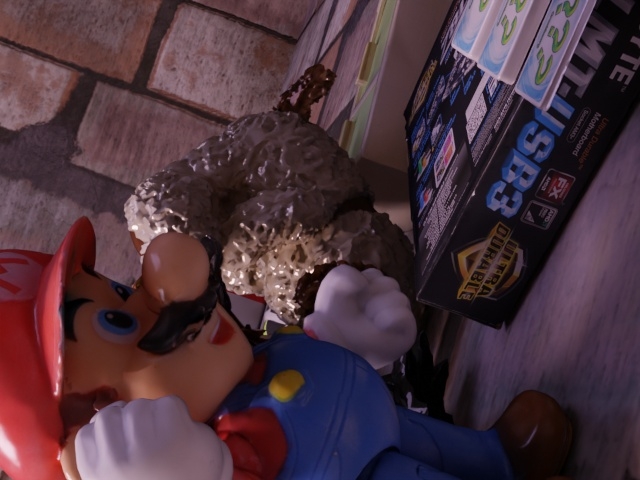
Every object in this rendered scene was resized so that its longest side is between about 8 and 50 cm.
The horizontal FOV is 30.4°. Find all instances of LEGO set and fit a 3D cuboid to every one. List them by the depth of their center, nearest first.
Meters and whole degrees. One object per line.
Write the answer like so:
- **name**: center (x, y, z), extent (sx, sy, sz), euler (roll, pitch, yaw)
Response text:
- **LEGO set**: center (0.132, -0.211, 0.665), extent (0.182, 0.060, 0.244), euler (-112, 42, -69)

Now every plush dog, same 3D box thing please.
- **plush dog**: center (0.000, 0.000, 0.976), extent (0.210, 0.225, 0.262), euler (-44, -13, 6)

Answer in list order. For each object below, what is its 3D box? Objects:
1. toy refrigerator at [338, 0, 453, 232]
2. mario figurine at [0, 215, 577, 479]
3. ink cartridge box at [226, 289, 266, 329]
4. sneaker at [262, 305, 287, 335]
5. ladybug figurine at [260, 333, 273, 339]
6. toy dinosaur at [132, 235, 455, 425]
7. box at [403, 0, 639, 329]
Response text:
- **toy refrigerator**: center (0.084, -0.155, 1.134), extent (0.102, 0.094, 0.270), euler (126, 160, -60)
- **mario figurine**: center (-0.017, 0.065, 0.562), extent (0.198, 0.320, 0.170), euler (142, 146, -72)
- **ink cartridge box**: center (-0.120, 0.134, 1.322), extent (0.231, 0.078, 0.134), euler (-72, 0, -46)
- **sneaker**: center (-0.032, 0.141, 1.292), extent (0.235, 0.084, 0.097), euler (109, 173, -67)
- **ladybug figurine**: center (-0.122, 0.275, 0.966), extent (0.305, 0.162, 0.449), euler (42, 110, 49)
- **toy dinosaur**: center (-0.030, 0.146, 0.794), extent (0.218, 0.322, 0.164), euler (-27, 0, 27)
- **box**: center (0.145, -0.139, 0.817), extent (0.293, 0.073, 0.295), euler (-86, 17, -60)
